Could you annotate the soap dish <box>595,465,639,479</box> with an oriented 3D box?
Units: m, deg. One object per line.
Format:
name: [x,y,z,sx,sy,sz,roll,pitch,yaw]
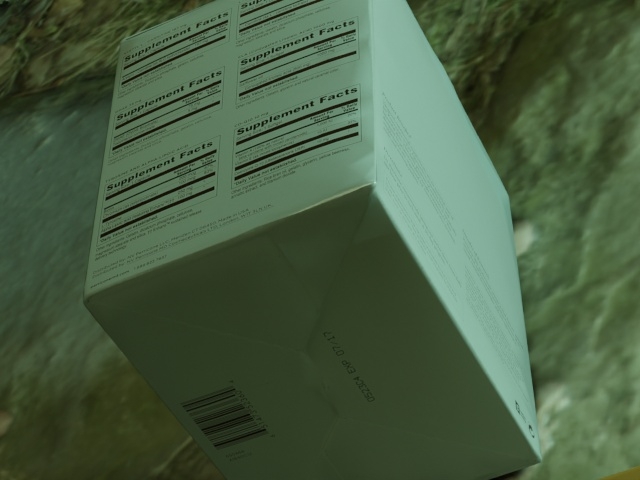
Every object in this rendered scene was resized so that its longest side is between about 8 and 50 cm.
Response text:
soap dish: [0.147,0.177,0.615,0.291,0.118,0.229,-21,38,15]

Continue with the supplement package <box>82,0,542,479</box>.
supplement package: [0.000,0.000,0.865,0.149,0.194,0.203,-20,37,17]
